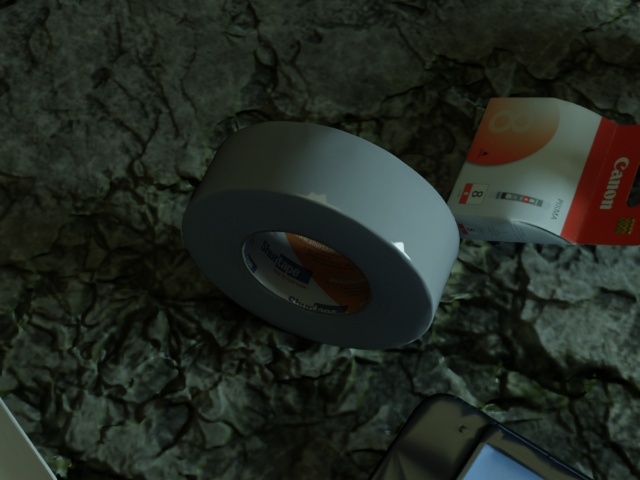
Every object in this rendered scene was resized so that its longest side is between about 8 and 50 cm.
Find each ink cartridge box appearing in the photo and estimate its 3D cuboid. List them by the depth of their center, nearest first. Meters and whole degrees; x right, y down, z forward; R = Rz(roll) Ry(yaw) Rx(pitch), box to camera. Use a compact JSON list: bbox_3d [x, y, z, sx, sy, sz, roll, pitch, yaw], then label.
[{"bbox_3d":[0.214,-0.063,1.227,0.179,0.045,0.145,1,53,35],"label":"ink cartridge box"}]

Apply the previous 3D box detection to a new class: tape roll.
[{"bbox_3d":[0.000,0.000,1.125,0.219,0.219,0.072,17,60,12],"label":"tape roll"}]

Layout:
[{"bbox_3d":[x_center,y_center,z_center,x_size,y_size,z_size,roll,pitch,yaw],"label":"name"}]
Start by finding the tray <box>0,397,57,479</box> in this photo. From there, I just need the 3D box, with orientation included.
[{"bbox_3d":[-0.343,0.153,1.149,0.145,0.030,0.270,-33,62,-17],"label":"tray"}]

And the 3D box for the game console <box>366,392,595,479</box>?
[{"bbox_3d":[0.130,0.257,0.977,0.293,0.173,0.250,31,75,19],"label":"game console"}]
